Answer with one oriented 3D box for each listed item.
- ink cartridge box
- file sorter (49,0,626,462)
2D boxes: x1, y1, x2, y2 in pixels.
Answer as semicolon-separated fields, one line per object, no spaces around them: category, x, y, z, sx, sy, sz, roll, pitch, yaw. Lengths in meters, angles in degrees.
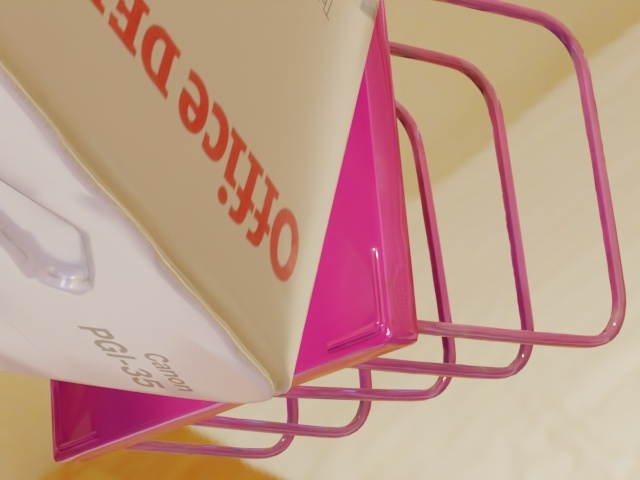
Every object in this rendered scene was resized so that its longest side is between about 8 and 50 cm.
ink cartridge box;-0.060;-0.130;0.465;0.117;0.207;0.283;3;64;22
file sorter;0.000;0.000;1.090;0.182;0.202;0.291;9;-22;-39
